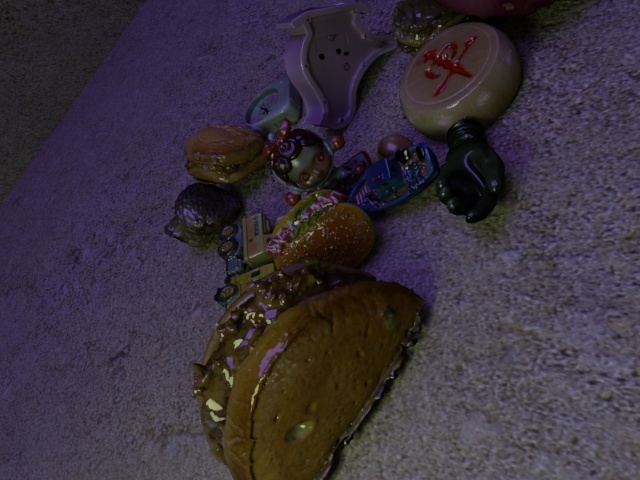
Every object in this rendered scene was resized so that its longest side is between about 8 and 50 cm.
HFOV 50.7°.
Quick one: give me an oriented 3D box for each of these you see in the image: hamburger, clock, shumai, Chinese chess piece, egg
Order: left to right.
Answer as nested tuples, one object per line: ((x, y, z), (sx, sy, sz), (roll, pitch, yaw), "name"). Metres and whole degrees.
((-0.296, -0.053, 1.686), (0.153, 0.161, 0.209), (-62, 24, 24), "shumai")
((-0.247, -0.224, 1.731), (0.214, 0.108, 0.213), (-9, 29, 5), "hamburger")
((-0.140, -0.345, 1.815), (0.191, 0.062, 0.151), (-28, 44, 27), "clock")
((-0.065, 0.193, 1.135), (0.445, 0.287, 0.268), (-54, 36, -7), "hamburger")
((0.000, 0.000, 1.315), (0.210, 0.173, 0.116), (-40, 14, 12), "hamburger")
((0.055, -0.422, 1.601), (0.290, 0.275, 0.080), (-25, 25, -29), "clock")
((0.157, -0.181, 1.381), (0.083, 0.071, 0.071), (33, 85, 37), "egg")
((0.263, -0.483, 1.496), (0.206, 0.130, 0.183), (-13, 51, 15), "hamburger")
((0.275, -0.320, 1.353), (0.251, 0.097, 0.251), (-26, 46, 29), "Chinese chess piece")

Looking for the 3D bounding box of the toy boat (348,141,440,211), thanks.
((0.129, -0.112, 1.306), (0.223, 0.097, 0.100), (-29, 64, 41), "toy boat")

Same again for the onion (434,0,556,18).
((0.362, -0.619, 1.317), (0.358, 0.358, 0.345), (-105, 27, -46), "onion")

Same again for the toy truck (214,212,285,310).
((-0.123, 0.056, 1.433), (0.157, 0.124, 0.272), (-24, 41, 16), "toy truck")

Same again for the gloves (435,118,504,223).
((0.263, -0.116, 1.195), (0.135, 0.107, 0.268), (-29, 25, 33), "gloves")

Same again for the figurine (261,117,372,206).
((-0.022, -0.160, 1.415), (0.183, 0.226, 0.160), (-37, 39, 17), "figurine")
